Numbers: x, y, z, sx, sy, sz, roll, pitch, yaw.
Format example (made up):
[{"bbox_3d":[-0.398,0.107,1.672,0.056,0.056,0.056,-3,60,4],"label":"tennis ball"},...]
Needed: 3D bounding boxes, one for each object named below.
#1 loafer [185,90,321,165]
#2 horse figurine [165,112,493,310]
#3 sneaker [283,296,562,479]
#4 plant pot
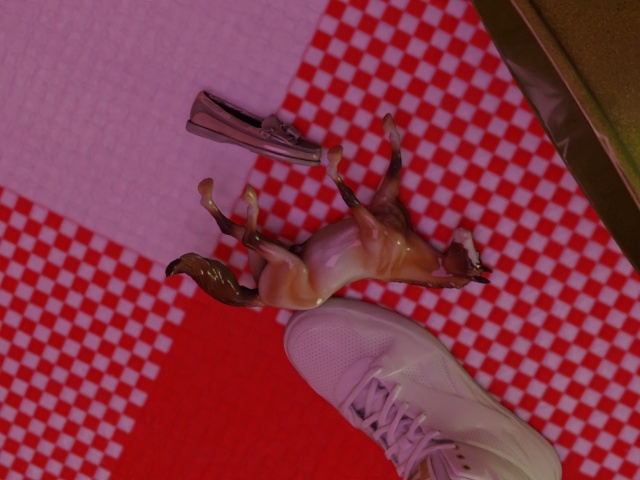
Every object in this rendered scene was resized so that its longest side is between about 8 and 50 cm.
[{"bbox_3d":[-0.057,-0.099,1.373,0.125,0.045,0.039,16,102,8],"label":"loafer"},{"bbox_3d":[0.000,0.000,1.370,0.263,0.066,0.174,-20,122,6],"label":"horse figurine"},{"bbox_3d":[0.084,0.167,1.362,0.293,0.169,0.108,34,111,0],"label":"sneaker"},{"bbox_3d":[0.329,-0.176,1.149,0.353,0.366,0.366,-31,99,4],"label":"plant pot"}]
